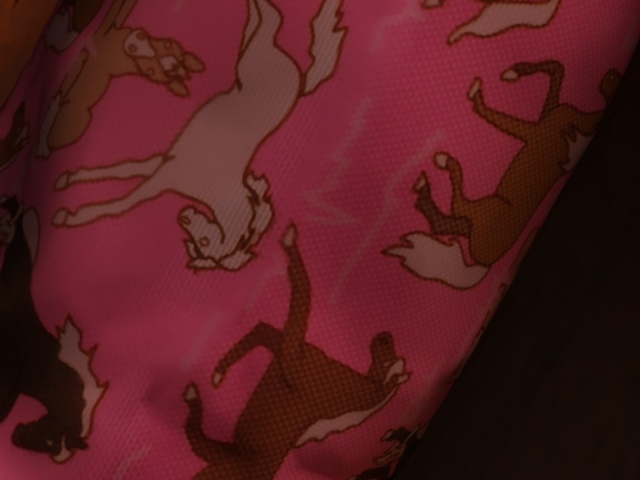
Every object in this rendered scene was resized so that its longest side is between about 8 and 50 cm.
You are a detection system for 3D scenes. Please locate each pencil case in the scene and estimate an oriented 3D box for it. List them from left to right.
[{"bbox_3d":[-0.014,-0.043,0.536,0.160,0.167,0.386,25,94,-23],"label":"pencil case"}]

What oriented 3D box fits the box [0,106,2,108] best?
[{"bbox_3d":[-0.199,-0.008,0.646,0.179,0.043,0.105,8,72,5],"label":"box"}]
